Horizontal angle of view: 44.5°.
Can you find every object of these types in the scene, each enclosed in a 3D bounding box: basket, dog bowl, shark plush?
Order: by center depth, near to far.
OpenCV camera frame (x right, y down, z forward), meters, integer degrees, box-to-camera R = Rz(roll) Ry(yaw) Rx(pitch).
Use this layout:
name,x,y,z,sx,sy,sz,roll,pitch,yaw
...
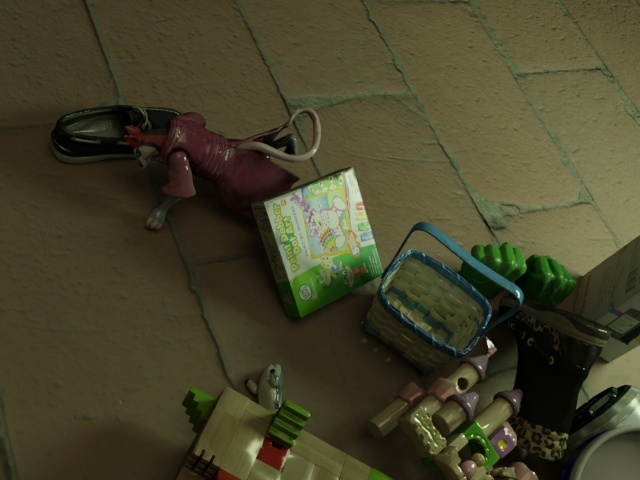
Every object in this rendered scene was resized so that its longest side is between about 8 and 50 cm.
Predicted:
name,x,y,z,sx,sy,sz,roll,pitch,yaw
dog bowl,0.574,0.471,1.412,0.265,0.104,0.264,0,74,2
shark plush,-0.076,0.305,1.458,0.067,0.073,0.161,19,39,-52
basket,0.232,0.115,1.578,0.255,0.289,0.201,38,50,2

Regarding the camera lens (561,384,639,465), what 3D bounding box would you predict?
name,x,y,z,sx,sy,sz,roll,pitch,yaw
camera lens,0.628,0.450,1.584,0.219,0.219,0.274,-26,72,-36

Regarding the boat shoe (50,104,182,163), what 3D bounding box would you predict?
name,x,y,z,sx,sy,sz,roll,pitch,yaw
boat shoe,-0.409,-0.234,1.638,0.302,0.091,0.114,-22,70,-35

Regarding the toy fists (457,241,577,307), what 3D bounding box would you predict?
name,x,y,z,sx,sy,sz,roll,pitch,yaw
toy fists,0.457,0.081,1.806,0.279,0.142,0.096,17,52,-15

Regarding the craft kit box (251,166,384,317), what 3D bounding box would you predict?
name,x,y,z,sx,sy,sz,roll,pitch,yaw
craft kit box,0.000,0.000,1.624,0.247,0.061,0.249,-25,103,-33

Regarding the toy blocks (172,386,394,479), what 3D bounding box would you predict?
name,x,y,z,sx,sy,sz,roll,pitch,yaw
toy blocks,-0.091,0.421,1.250,0.381,0.190,0.261,30,40,-4

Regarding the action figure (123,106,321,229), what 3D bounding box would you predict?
name,x,y,z,sx,sy,sz,roll,pitch,yaw
action figure,-0.217,-0.162,1.583,0.370,0.276,0.248,16,58,-33

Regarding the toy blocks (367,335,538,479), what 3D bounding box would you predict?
name,x,y,z,sx,sy,sz,roll,pitch,yaw
toy blocks,0.306,0.355,1.410,0.260,0.309,0.288,-30,88,-30

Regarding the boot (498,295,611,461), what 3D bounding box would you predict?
name,x,y,z,sx,sy,sz,roll,pitch,yaw
boot,0.442,0.275,1.630,0.138,0.377,0.284,17,89,-14

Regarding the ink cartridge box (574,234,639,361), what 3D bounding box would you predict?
name,x,y,z,sx,sy,sz,roll,pitch,yaw
ink cartridge box,0.740,0.113,1.813,0.131,0.306,0.226,33,50,-3
